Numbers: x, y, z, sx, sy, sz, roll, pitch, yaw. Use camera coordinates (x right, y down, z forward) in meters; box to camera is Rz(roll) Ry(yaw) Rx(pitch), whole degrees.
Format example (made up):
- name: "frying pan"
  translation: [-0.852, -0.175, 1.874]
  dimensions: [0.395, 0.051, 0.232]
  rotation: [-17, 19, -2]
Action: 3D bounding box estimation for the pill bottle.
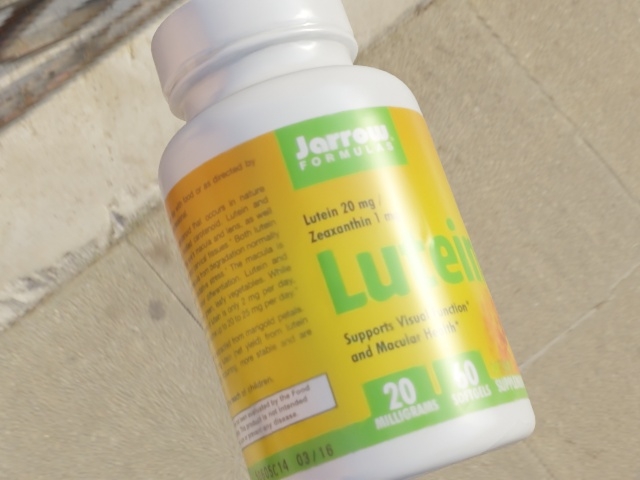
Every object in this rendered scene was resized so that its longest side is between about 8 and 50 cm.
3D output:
- name: "pill bottle"
  translation: [0.000, 0.000, 0.586]
  dimensions: [0.136, 0.136, 0.245]
  rotation: [-18, 77, -7]
